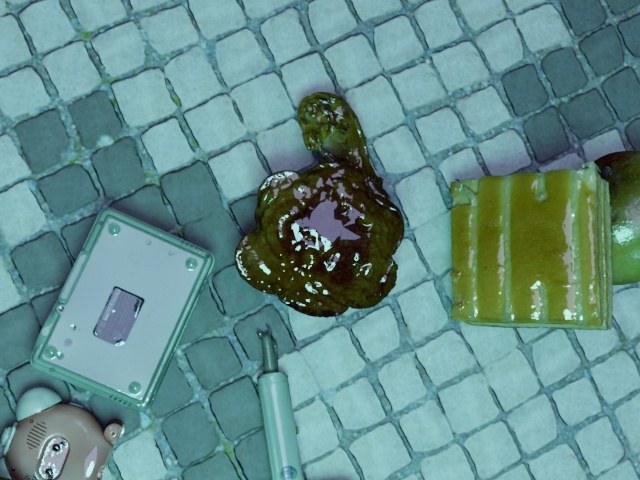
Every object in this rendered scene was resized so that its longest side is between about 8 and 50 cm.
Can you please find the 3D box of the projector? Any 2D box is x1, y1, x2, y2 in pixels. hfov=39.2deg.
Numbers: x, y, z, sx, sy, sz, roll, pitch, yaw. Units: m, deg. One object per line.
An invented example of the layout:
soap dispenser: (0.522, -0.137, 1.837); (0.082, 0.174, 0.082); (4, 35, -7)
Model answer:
projector: (-0.290, 0.100, 1.325); (0.191, 0.099, 0.257); (24, 80, -6)

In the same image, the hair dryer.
hair dryer: (-0.045, 0.301, 1.358); (0.173, 0.107, 0.358); (-7, 79, -13)

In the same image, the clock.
clock: (-0.381, 0.305, 1.292); (0.162, 0.093, 0.166); (19, 82, -5)

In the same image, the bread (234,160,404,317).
bread: (0.010, -0.009, 1.355); (0.246, 0.135, 0.232); (20, 99, -7)

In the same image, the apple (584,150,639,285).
apple: (0.492, -0.036, 1.453); (0.207, 0.174, 0.188); (43, 76, 13)

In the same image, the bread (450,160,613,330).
bread: (0.321, 0.012, 1.388); (0.239, 0.111, 0.246); (-1, 84, 28)

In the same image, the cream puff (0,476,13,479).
cream puff: (-0.496, 0.421, 1.155); (0.302, 0.303, 0.212); (-4, 50, -11)

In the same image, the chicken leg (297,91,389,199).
chicken leg: (0.038, -0.141, 1.418); (0.085, 0.101, 0.208); (-30, 100, 18)
